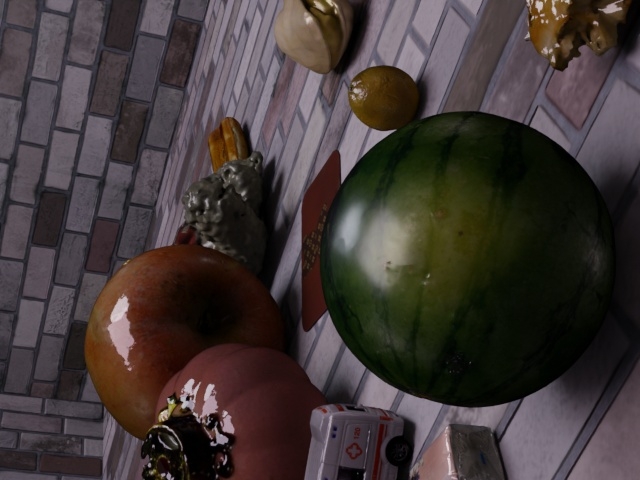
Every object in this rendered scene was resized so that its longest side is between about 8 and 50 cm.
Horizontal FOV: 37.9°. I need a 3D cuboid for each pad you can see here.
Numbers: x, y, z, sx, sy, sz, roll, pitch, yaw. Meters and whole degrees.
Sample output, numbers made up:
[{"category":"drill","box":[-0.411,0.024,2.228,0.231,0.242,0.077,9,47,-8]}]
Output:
[{"category":"pad","box":[0.000,0.000,1.504,0.181,0.004,0.267,127,148,-53]}]

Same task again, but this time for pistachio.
[{"category":"pistachio","box":[-0.003,-0.349,1.539,0.200,0.117,0.145,18,136,64]}]

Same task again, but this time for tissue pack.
[{"category":"tissue pack","box":[0.131,0.230,0.904,0.074,0.058,0.094,-96,24,-45]}]

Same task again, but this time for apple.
[{"category":"apple","box":[-0.235,0.177,1.573,0.305,0.338,0.339,-34,48,51]}]

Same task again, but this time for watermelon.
[{"category":"watermelon","box":[0.119,0.015,0.771,0.242,0.242,0.242,-170,90,-72]}]

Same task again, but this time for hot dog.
[{"category":"hot dog","box":[-0.199,-0.187,2.100,0.104,0.076,0.250,-50,33,20]}]

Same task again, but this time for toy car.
[{"category":"toy car","box":[0.033,0.295,1.083,0.089,0.108,0.210,178,101,-72]}]

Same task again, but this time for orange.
[{"category":"orange","box":[0.081,-0.187,1.216,0.085,0.095,0.085,-163,90,-73]}]

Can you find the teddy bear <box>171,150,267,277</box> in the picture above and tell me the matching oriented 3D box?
[{"category":"teddy bear","box":[-0.213,-0.024,1.840,0.357,0.224,0.367,-58,21,29]}]

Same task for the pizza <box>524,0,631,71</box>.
[{"category":"pizza","box":[0.250,-0.349,0.777,0.440,0.130,0.406,-128,41,-56]}]

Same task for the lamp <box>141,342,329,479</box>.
[{"category":"lamp","box":[-0.123,0.292,1.280,0.305,0.239,0.305,-1,89,46]}]
